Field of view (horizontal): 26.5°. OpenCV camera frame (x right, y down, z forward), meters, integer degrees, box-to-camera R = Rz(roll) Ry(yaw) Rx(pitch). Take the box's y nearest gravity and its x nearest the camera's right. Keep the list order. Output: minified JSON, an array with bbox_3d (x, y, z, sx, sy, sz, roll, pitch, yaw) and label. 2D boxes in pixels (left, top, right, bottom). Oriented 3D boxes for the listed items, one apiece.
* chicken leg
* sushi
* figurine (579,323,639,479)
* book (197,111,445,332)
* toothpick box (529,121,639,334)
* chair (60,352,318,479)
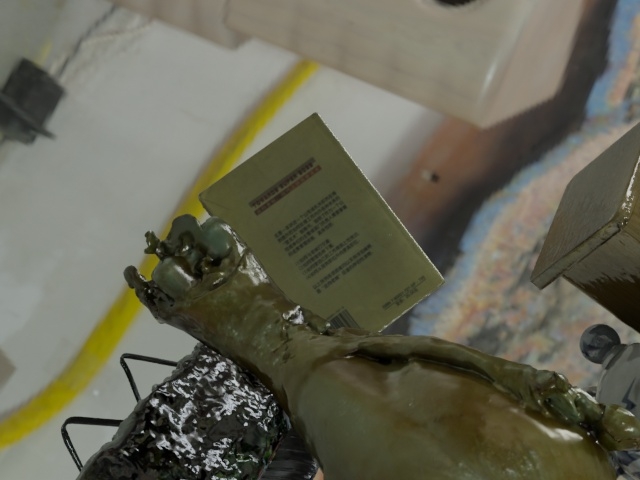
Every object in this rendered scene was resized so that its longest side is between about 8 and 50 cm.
[{"bbox_3d":[0.019,0.102,0.965,0.153,0.429,0.201,-31,140,-34],"label":"chicken leg"},{"bbox_3d":[-0.116,0.191,1.197,0.225,0.127,0.124,-45,170,-46],"label":"sushi"},{"bbox_3d":[0.378,0.231,1.619,0.186,0.261,0.382,-49,-177,-40],"label":"figurine"},{"bbox_3d":[0.000,0.000,1.432,0.161,0.231,0.026,-36,175,-11],"label":"book"},{"bbox_3d":[0.441,0.035,1.625,0.187,0.308,0.190,-47,-170,51],"label":"toothpick box"},{"bbox_3d":[-0.125,0.203,1.412,0.140,0.221,0.145,-54,131,-54],"label":"chair"}]
